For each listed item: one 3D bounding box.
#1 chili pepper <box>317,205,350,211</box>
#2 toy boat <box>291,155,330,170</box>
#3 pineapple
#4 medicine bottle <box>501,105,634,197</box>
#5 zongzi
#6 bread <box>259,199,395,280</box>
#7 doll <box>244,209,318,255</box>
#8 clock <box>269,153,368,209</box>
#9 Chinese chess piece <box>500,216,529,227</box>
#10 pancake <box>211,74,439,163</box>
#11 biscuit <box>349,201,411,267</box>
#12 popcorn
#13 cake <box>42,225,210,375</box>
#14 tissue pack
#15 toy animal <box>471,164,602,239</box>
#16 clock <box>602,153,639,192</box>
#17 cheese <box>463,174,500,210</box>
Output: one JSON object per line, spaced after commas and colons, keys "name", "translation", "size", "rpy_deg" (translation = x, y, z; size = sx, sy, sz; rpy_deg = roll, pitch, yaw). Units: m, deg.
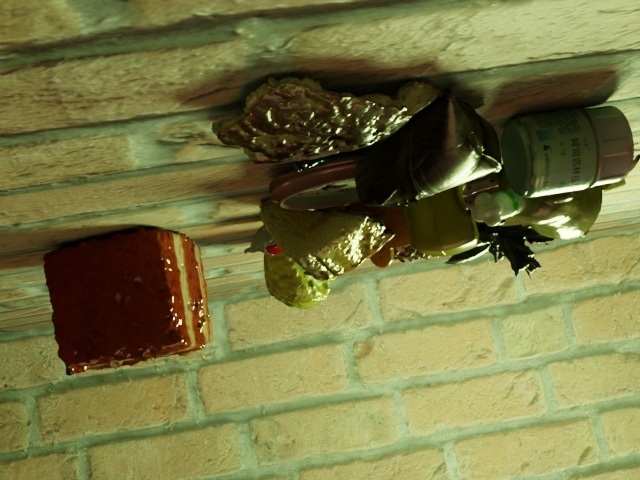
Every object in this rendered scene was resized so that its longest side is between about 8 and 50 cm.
{"name": "chili pepper", "translation": [0.049, -0.064, 1.752], "size": [0.051, 0.059, 0.268], "rpy_deg": [28, -168, 24]}
{"name": "toy boat", "translation": [-0.018, -0.128, 1.244], "size": [0.038, 0.038, 0.083], "rpy_deg": [-17, -174, 43]}
{"name": "pineapple", "translation": [0.297, -0.011, 1.691], "size": [0.365, 0.165, 0.165], "rpy_deg": [9, 177, 16]}
{"name": "medicine bottle", "translation": [0.386, -0.142, 1.296], "size": [0.169, 0.135, 0.135], "rpy_deg": [-10, 172, -7]}
{"name": "zongzi", "translation": [0.124, -0.123, 1.152], "size": [0.221, 0.112, 0.242], "rpy_deg": [-23, 164, 21]}
{"name": "bread", "translation": [0.004, 0.008, 1.579], "size": [0.252, 0.132, 0.174], "rpy_deg": [7, 164, 27]}
{"name": "doll", "translation": [-0.081, -0.018, 1.791], "size": [0.228, 0.075, 0.102], "rpy_deg": [-26, 174, 32]}
{"name": "clock", "translation": [0.034, -0.104, 1.395], "size": [0.245, 0.056, 0.244], "rpy_deg": [-11, 172, -2]}
{"name": "Chinese chess piece", "translation": [0.563, -0.083, 2.045], "size": [0.250, 0.103, 0.250], "rpy_deg": [-11, 173, -1]}
{"name": "pancake", "translation": [-0.009, -0.149, 1.036], "size": [0.258, 0.056, 0.212], "rpy_deg": [3, 160, -28]}
{"name": "biscuit", "translation": [0.117, -0.030, 1.651], "size": [0.250, 0.165, 0.036], "rpy_deg": [-24, 177, 30]}
{"name": "popcorn", "translation": [-0.050, 0.069, 2.041], "size": [0.184, 0.204, 0.221], "rpy_deg": [-13, -174, 19]}
{"name": "cake", "translation": [-0.393, 0.131, 1.777], "size": [0.270, 0.269, 0.319], "rpy_deg": [-11, 174, 9]}
{"name": "tissue pack", "translation": [0.207, -0.060, 1.476], "size": [0.127, 0.178, 0.123], "rpy_deg": [-14, 170, 11]}
{"name": "toy animal", "translation": [0.397, -0.102, 1.489], "size": [0.181, 0.180, 0.363], "rpy_deg": [-22, 160, 28]}
{"name": "clock", "translation": [0.591, -0.130, 1.797], "size": [0.232, 0.069, 0.170], "rpy_deg": [-22, 175, 25]}
{"name": "cheese", "translation": [0.353, -0.094, 1.797], "size": [0.189, 0.074, 0.286], "rpy_deg": [-3, 169, -40]}
